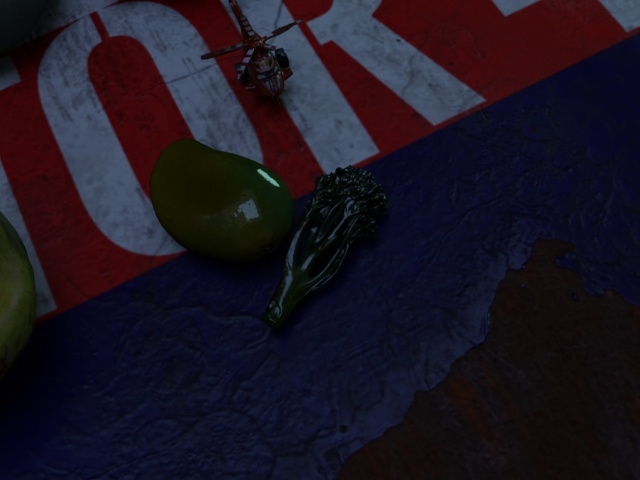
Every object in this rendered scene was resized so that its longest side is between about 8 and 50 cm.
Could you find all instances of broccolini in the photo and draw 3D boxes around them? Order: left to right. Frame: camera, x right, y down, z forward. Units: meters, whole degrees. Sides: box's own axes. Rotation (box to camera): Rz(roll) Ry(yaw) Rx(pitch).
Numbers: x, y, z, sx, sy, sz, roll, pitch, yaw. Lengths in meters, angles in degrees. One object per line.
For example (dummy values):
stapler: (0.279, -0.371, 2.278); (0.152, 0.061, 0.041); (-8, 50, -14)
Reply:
broccolini: (-0.004, 0.007, 1.070); (0.091, 0.068, 0.202); (36, 81, 3)

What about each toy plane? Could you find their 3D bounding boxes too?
toy plane: (-0.093, -0.241, 1.207); (0.126, 0.077, 0.194); (-37, 54, -16)

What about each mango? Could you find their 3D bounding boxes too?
mango: (-0.115, -0.040, 1.094); (0.191, 0.085, 0.122); (20, 75, 30)

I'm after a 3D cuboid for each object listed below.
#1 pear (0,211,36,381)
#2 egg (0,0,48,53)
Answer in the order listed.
pear: (-0.427, 0.056, 0.993); (0.271, 0.271, 0.271); (-4, 61, 7)
egg: (-0.426, -0.342, 1.255); (0.169, 0.169, 0.236); (7, 61, 12)
